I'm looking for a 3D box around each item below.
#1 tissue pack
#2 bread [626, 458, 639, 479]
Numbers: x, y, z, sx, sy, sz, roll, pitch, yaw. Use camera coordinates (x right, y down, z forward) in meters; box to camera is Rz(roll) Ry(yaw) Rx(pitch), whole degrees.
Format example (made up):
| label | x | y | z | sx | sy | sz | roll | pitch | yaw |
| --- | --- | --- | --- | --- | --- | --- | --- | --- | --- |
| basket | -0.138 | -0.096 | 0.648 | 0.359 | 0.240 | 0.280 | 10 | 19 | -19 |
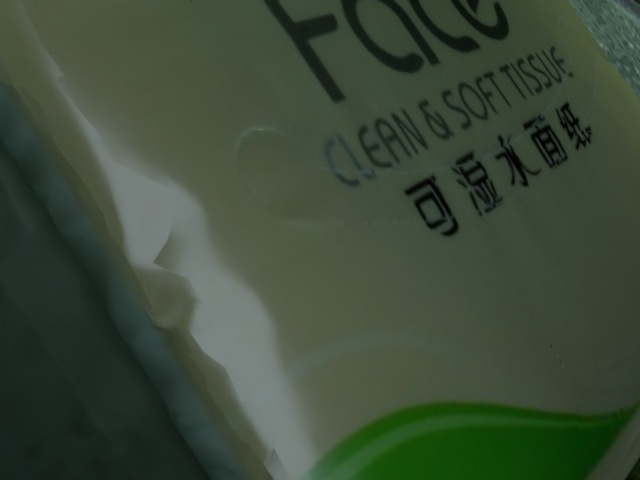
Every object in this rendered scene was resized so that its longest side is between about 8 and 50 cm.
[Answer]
| label | x | y | z | sx | sy | sz | roll | pitch | yaw |
| --- | --- | --- | --- | --- | --- | --- | --- | --- | --- |
| tissue pack | 0.000 | 0.000 | 0.503 | 0.332 | 0.205 | 0.405 | 55 | 37 | 4 |
| bread | 0.233 | 0.109 | 0.791 | 0.130 | 0.071 | 0.139 | -19 | 79 | -47 |
